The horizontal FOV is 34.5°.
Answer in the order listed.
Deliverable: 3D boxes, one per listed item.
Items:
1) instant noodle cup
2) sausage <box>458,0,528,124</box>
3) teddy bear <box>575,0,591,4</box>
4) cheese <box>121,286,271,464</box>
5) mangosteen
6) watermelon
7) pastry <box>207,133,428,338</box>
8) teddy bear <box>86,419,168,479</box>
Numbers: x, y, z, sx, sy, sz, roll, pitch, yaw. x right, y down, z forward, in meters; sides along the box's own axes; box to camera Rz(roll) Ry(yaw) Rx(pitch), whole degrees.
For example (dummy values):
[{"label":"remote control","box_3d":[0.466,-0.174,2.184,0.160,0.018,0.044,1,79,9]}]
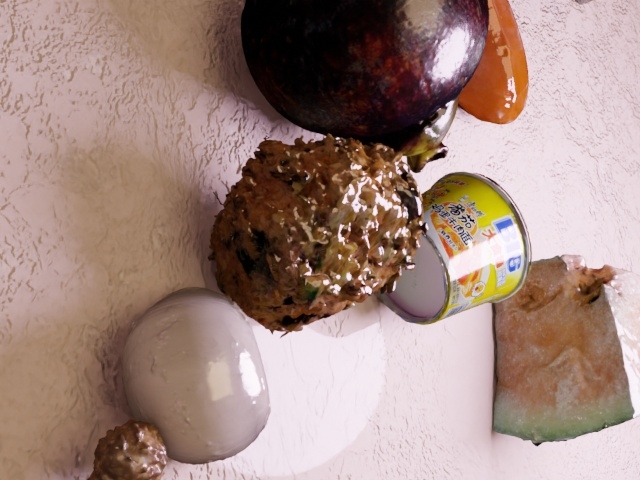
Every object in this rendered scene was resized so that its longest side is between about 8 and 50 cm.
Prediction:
[{"label":"instant noodle cup","box_3d":[0.168,0.022,1.432,0.153,0.205,0.205,-26,99,-35]},{"label":"sausage","box_3d":[0.257,-0.308,1.636,0.133,0.133,0.258,-19,93,-45]},{"label":"teddy bear","box_3d":[0.452,-0.545,1.864,0.267,0.151,0.236,-32,101,-45]},{"label":"cheese","box_3d":[-0.135,0.149,1.115,0.154,0.189,0.198,-13,88,-13]},{"label":"mangosteen","box_3d":[0.061,-0.260,1.306,0.330,0.330,0.330,12,72,-42]},{"label":"watermelon","box_3d":[0.403,0.167,1.575,0.151,0.264,0.302,18,65,-41]},{"label":"pastry","box_3d":[0.000,0.000,1.213,0.275,0.275,0.193,42,13,-29]},{"label":"teddy bear","box_3d":[-0.238,0.320,0.942,0.296,0.246,0.222,-56,160,2]}]
